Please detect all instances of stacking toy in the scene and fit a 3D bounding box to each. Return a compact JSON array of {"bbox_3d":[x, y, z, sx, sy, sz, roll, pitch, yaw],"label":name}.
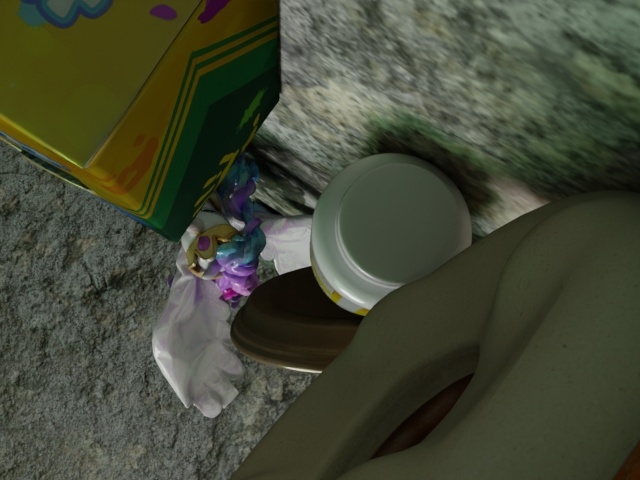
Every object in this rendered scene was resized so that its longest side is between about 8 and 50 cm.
[{"bbox_3d":[0.182,0.244,0.516,0.480,0.350,0.350,47,173,-5],"label":"stacking toy"}]

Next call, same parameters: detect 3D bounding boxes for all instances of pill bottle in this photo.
[{"bbox_3d":[0.050,0.000,0.748,0.117,0.117,0.215,34,174,2],"label":"pill bottle"}]

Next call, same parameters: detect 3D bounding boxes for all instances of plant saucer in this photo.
[{"bbox_3d":[0.048,0.063,0.943,0.278,0.041,0.278,-4,-167,1],"label":"plant saucer"}]

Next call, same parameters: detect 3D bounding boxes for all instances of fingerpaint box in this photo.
[{"bbox_3d":[-0.253,-0.192,0.614,0.445,0.163,0.371,33,174,1],"label":"fingerpaint box"}]

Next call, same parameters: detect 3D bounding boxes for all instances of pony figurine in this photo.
[{"bbox_3d":[-0.126,0.003,1.171,0.363,0.303,0.351,51,177,47],"label":"pony figurine"}]

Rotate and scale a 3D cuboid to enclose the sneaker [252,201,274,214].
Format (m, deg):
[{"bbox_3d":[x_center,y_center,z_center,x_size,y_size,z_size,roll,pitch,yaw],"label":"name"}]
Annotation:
[{"bbox_3d":[-0.101,-0.035,1.639,0.073,0.063,0.162,51,171,5],"label":"sneaker"}]
